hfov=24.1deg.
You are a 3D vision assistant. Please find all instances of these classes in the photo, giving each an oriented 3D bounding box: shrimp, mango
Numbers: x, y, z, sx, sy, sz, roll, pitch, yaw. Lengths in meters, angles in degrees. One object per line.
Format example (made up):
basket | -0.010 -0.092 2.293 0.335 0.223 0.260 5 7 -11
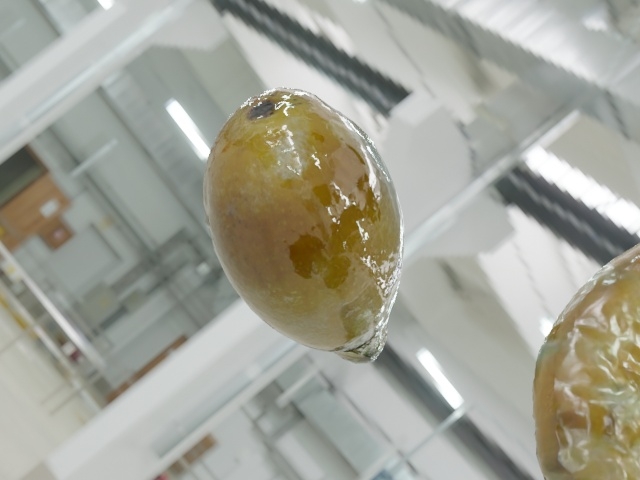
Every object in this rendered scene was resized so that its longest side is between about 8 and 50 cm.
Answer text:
shrimp | 0.332 0.082 0.994 0.272 0.445 0.085 55 -27 5
mango | 0.000 0.000 1.195 0.316 0.146 0.192 59 15 -59
